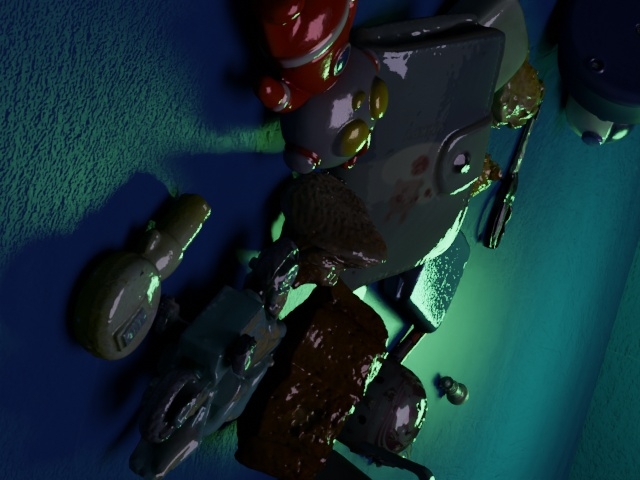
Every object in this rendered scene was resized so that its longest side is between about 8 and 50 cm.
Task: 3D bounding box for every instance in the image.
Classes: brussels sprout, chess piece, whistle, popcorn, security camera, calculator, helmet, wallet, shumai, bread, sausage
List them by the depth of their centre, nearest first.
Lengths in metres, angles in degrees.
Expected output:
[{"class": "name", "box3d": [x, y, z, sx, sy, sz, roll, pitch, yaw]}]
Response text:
[{"class": "whistle", "box3d": [-0.164, 0.032, 1.350, 0.198, 0.057, 0.104, -53, 154, -33]}, {"class": "shumai", "box3d": [-0.003, -0.001, 1.644, 0.116, 0.145, 0.145, -54, 169, 32]}, {"class": "bread", "box3d": [-0.021, 0.175, 1.675, 0.246, 0.135, 0.232, -61, 178, 27]}, {"class": "wallet", "box3d": [0.115, -0.108, 1.783, 0.252, 0.083, 0.360, -16, 129, -34]}, {"class": "security camera", "box3d": [0.169, -0.218, 1.896, 0.301, 0.080, 0.157, -47, 143, -23]}, {"class": "helmet", "box3d": [0.104, 0.254, 2.084, 0.177, 0.107, 0.153, 34, 74, -52]}, {"class": "brussels sprout", "box3d": [0.276, -0.240, 2.102, 0.181, 0.101, 0.139, -45, 138, -44]}, {"class": "calculator", "box3d": [0.167, 0.041, 2.150, 0.172, 0.051, 0.293, -66, 159, -10]}, {"class": "popcorn", "box3d": [0.251, -0.101, 2.184, 0.084, 0.084, 0.084, -50, 151, -40]}, {"class": "sausage", "box3d": [0.125, 0.183, 2.209, 0.198, 0.028, 0.025, -47, 124, -44]}, {"class": "chess piece", "box3d": [0.240, 0.269, 2.548, 0.042, 0.042, 0.093, -64, 152, -12]}]

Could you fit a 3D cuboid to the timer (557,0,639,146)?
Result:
[{"class": "timer", "box3d": [0.535, -0.292, 2.515, 0.270, 0.270, 0.383, -62, 172, -17]}]

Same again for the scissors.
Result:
[{"class": "scissors", "box3d": [0.345, -0.128, 2.459, 0.300, 0.022, 0.109, -70, 162, 3]}]

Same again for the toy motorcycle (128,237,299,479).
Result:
[{"class": "toy motorcycle", "box3d": [-0.116, 0.131, 1.517, 0.296, 0.109, 0.198, -49, 161, -44]}]

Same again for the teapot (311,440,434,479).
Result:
[{"class": "teapot", "box3d": [0.061, 0.390, 1.977, 0.171, 0.225, 0.203, 1, 109, -68]}]

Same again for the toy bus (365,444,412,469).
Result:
[{"class": "toy bus", "box3d": [0.112, 0.339, 2.294, 0.153, 0.051, 0.061, 54, 47, -64]}]

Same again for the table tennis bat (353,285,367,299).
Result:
[{"class": "table tennis bat", "box3d": [0.050, 0.049, 1.932, 0.095, 0.014, 0.158, -18, 128, -62]}]

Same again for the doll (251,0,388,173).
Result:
[{"class": "doll", "box3d": [0.004, -0.176, 1.495, 0.199, 0.105, 0.336, -59, 155, -25]}]
